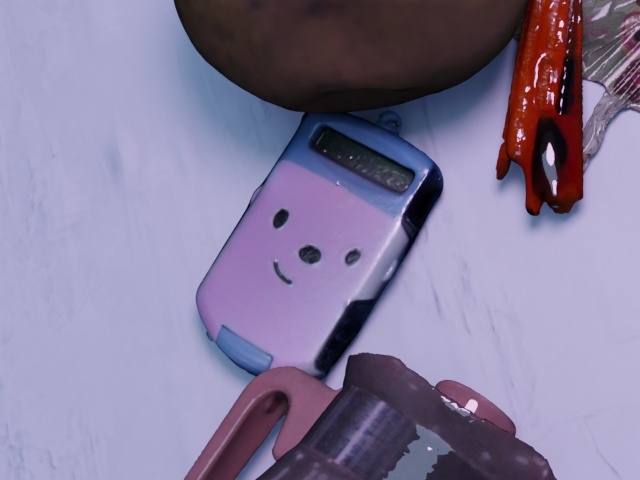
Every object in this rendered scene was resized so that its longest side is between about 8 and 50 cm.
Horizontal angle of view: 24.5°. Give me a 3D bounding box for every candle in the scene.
[{"bbox_3d":[0.220,-0.169,1.403,0.084,0.059,0.301,6,77,11],"label":"candle"}]

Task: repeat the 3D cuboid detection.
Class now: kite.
[{"bbox_3d":[0.317,-0.168,1.407,0.323,0.013,0.267,39,87,25],"label":"kite"}]

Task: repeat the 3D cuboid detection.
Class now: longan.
[{"bbox_3d":[0.030,-0.257,1.391,0.350,0.288,0.288,0,73,17],"label":"longan"}]

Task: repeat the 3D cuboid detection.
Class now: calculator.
[{"bbox_3d":[0.000,0.000,1.438,0.173,0.051,0.293,29,84,25],"label":"calculator"}]

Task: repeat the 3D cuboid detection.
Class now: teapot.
[{"bbox_3d":[0.009,0.271,1.246,0.376,0.305,0.361,26,73,46],"label":"teapot"}]
